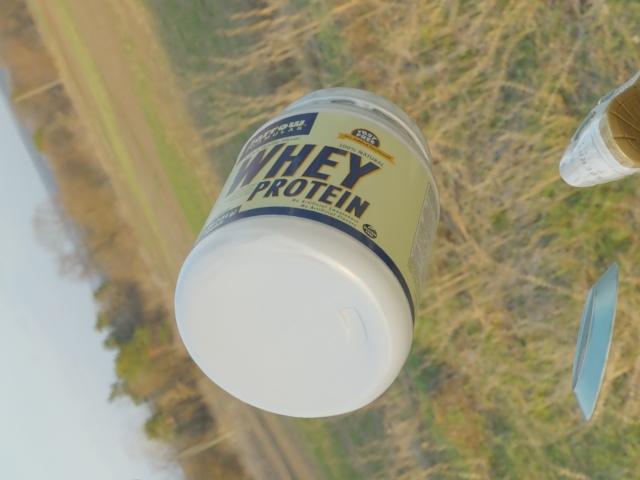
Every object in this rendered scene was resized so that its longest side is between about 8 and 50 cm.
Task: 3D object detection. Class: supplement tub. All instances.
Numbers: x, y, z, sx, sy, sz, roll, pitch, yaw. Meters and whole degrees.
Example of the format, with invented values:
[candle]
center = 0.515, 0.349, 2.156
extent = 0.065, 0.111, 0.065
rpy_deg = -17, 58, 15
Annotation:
[supplement tub]
center = 0.000, 0.000, 1.202
extent = 0.324, 0.236, 0.235
rpy_deg = -71, -33, -53

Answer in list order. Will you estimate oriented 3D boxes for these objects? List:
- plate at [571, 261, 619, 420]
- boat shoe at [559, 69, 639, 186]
[plate]
center = 0.315, 0.115, 1.317
extent = 0.188, 0.024, 0.188
rpy_deg = 11, -90, -82
[boat shoe]
center = 0.331, -0.123, 1.211
extent = 0.096, 0.277, 0.098
rpy_deg = -33, 84, 41
